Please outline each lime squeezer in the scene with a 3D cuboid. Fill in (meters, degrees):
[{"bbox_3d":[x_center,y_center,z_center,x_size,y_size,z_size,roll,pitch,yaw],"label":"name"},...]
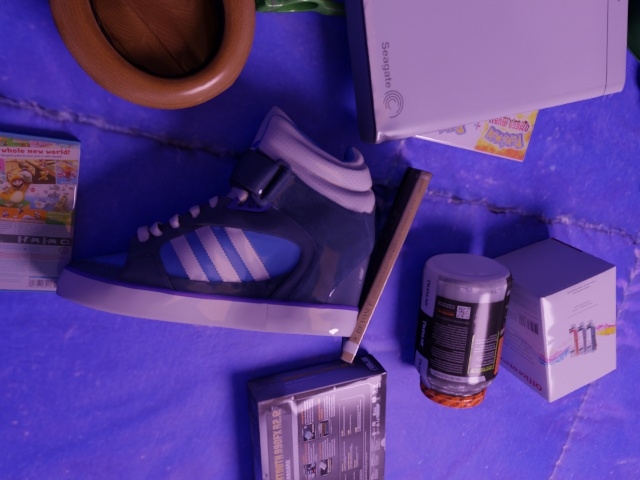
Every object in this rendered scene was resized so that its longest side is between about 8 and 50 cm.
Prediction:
[{"bbox_3d":[-0.041,-0.283,0.623,0.310,0.059,0.110,27,66,-27],"label":"lime squeezer"}]

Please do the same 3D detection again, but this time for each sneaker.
[{"bbox_3d":[-0.101,-0.028,0.642,0.322,0.130,0.236,7,83,2],"label":"sneaker"}]

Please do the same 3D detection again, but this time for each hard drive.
[{"bbox_3d":[0.198,-0.257,0.674,0.353,0.047,0.233,-15,110,-18],"label":"hard drive"}]

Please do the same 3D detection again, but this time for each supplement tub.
[{"bbox_3d":[0.189,0.122,0.813,0.117,0.117,0.190,-4,109,-22],"label":"supplement tub"}]

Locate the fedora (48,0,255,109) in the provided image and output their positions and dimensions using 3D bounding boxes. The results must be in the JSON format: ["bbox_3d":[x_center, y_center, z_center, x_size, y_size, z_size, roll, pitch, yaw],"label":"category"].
[{"bbox_3d":[-0.158,-0.222,0.570,0.194,0.079,0.194,-4,104,-18],"label":"fedora"}]

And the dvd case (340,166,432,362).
[{"bbox_3d":[0.072,0.018,0.708,0.018,0.164,0.221,22,99,0],"label":"dvd case"}]

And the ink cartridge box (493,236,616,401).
[{"bbox_3d":[0.331,0.111,0.861,0.127,0.128,0.176,-19,115,-16],"label":"ink cartridge box"}]

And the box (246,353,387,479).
[{"bbox_3d":[-0.002,0.285,0.823,0.183,0.056,0.231,-9,111,-19],"label":"box"}]

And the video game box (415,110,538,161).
[{"bbox_3d":[0.189,-0.207,0.739,0.205,0.048,0.187,7,106,-24],"label":"video game box"}]

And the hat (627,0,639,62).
[{"bbox_3d":[0.484,-0.312,0.722,0.208,0.183,0.173,8,82,-14],"label":"hat"}]

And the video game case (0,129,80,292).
[{"bbox_3d":[-0.314,-0.027,0.608,0.119,0.015,0.166,4,106,-23],"label":"video game case"}]
